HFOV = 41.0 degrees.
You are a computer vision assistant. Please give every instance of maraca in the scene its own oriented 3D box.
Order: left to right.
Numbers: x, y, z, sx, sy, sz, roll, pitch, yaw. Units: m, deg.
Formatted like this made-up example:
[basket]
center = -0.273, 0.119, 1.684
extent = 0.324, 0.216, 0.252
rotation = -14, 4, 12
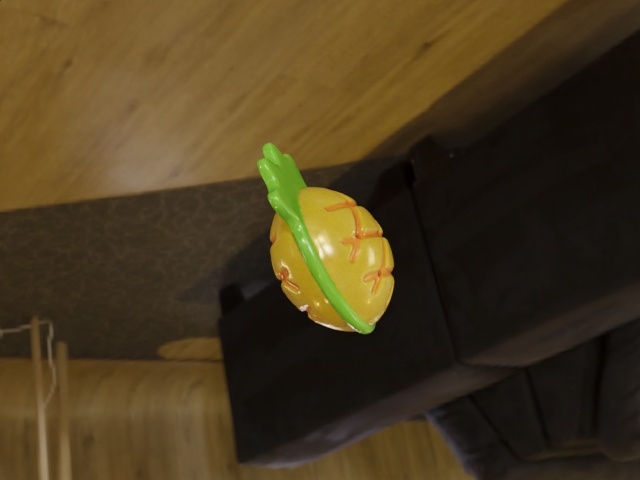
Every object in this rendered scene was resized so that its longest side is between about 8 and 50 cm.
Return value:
[maraca]
center = 0.000, 0.000, 0.739
extent = 0.099, 0.127, 0.186
rotation = -29, 109, 11
